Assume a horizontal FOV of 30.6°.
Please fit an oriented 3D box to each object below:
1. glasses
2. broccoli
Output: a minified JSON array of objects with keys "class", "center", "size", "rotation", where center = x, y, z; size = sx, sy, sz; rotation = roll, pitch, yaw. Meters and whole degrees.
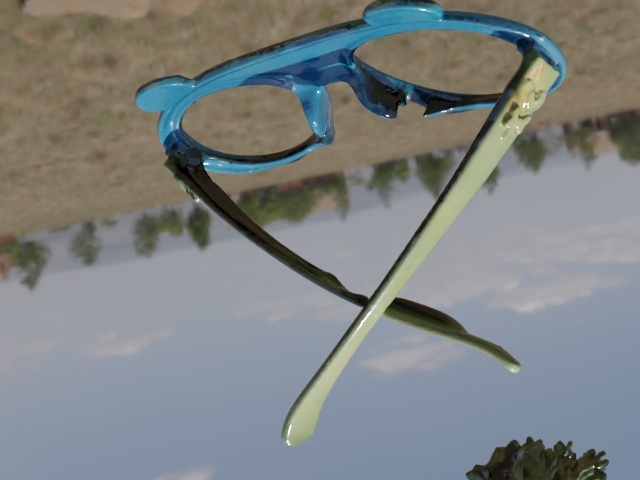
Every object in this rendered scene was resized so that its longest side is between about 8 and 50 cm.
[{"class":"glasses","center":[0.021,-0.008,0.595],"size":[0.239,0.207,0.102],"rotation":[-8,-171,37]},{"class":"broccoli","center":[0.168,0.199,0.738],"size":[0.122,0.118,0.204],"rotation":[-3,-175,-20]}]
